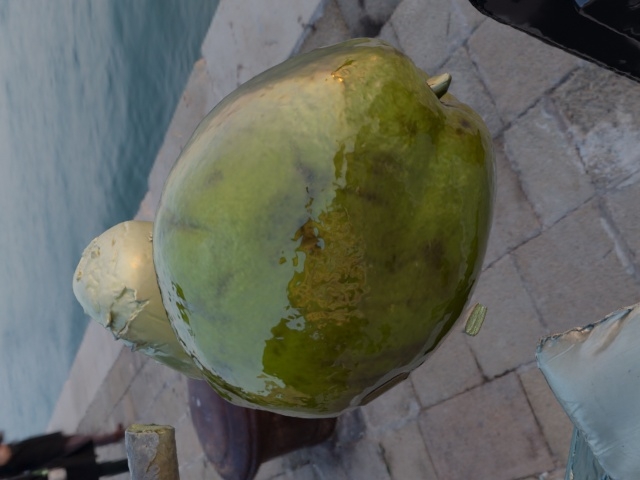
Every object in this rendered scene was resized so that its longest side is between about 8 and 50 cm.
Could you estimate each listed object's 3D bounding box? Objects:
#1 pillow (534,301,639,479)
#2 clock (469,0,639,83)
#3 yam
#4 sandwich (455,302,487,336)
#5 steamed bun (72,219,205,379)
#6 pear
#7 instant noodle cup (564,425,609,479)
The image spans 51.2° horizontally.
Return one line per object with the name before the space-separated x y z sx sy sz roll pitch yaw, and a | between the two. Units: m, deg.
pillow | 0.280 0.082 0.469 0.229 0.051 0.128 -31 76 19
clock | 0.254 -0.145 0.320 0.278 0.273 0.049 -24 60 56
yam | -0.207 0.387 0.852 0.066 0.066 0.300 -17 77 59
sandwich | 0.261 0.149 1.175 0.083 0.030 0.044 123 163 -45
steamed bun | -0.209 0.063 0.919 0.166 0.232 0.273 -53 23 -4
pear | 0.000 0.000 0.533 0.321 0.269 0.269 -56 47 26
instant noodle cup | 0.326 0.209 0.718 0.157 0.070 0.179 88 -158 -64
